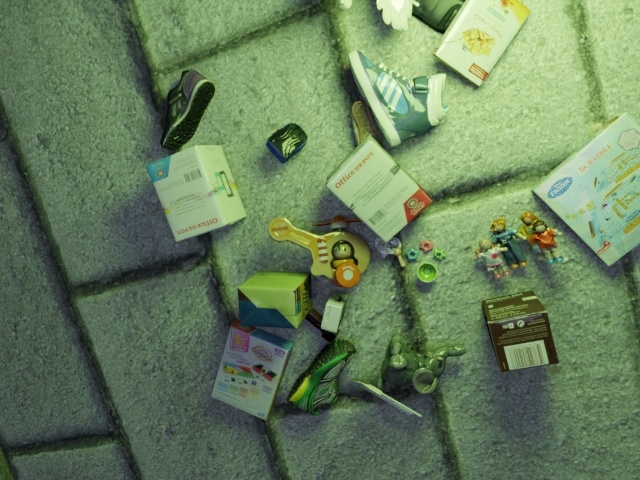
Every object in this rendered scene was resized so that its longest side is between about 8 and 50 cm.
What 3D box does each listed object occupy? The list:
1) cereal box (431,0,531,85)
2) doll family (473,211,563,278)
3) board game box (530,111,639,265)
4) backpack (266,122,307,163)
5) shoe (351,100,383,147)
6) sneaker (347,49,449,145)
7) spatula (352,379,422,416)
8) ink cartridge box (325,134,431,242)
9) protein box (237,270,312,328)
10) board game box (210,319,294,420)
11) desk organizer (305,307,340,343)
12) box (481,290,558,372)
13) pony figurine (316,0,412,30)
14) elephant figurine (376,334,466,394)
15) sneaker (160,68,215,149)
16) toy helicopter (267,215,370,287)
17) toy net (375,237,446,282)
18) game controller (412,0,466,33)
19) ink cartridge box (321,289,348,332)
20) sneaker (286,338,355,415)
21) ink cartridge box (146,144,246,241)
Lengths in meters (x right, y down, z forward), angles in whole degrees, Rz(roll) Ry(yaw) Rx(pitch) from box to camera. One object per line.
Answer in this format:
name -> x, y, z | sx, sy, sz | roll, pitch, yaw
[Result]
cereal box -> 0.459, -0.595, 1.349 | 0.173, 0.047, 0.240 | 27, 107, -17
doll family -> 0.607, 0.000, 1.451 | 0.263, 0.118, 0.163 | -23, 103, 35
board game box -> 0.856, -0.145, 1.370 | 0.318, 0.066, 0.319 | 46, 108, 0
backpack -> -0.109, -0.324, 1.544 | 0.120, 0.101, 0.098 | -43, 94, -14
shoe -> 0.149, -0.337, 1.505 | 0.077, 0.058, 0.219 | -17, 104, -2
sneaker -> 0.250, -0.472, 1.423 | 0.236, 0.130, 0.322 | -28, 90, 7
spatula -> 0.227, 0.551, 1.630 | 0.242, 0.168, 0.019 | 31, 70, 2
ink cartridge box -> 0.177, -0.162, 1.469 | 0.273, 0.114, 0.197 | 42, 108, -15
protein box -> -0.150, 0.198, 1.609 | 0.200, 0.201, 0.136 | 1, 102, 13
board game box -> -0.259, 0.489, 1.770 | 0.242, 0.064, 0.316 | 21, 106, 8
desk organizer -> 0.004, 0.305, 1.675 | 0.130, 0.050, 0.047 | 39, 107, 3
box -> 0.607, 0.276, 1.447 | 0.168, 0.203, 0.167 | -15, 98, 16
pony figurine -> 0.106, -0.776, 1.290 | 0.363, 0.303, 0.351 | 16, 104, 42
elephant figurine -> 0.337, 0.426, 1.572 | 0.239, 0.169, 0.186 | 17, 146, -1
sneaker -> -0.479, -0.450, 1.616 | 0.124, 0.107, 0.283 | 41, 104, 18
toy helicopter -> 0.000, 0.000, 1.561 | 0.355, 0.140, 0.235 | 23, 84, -4
toy net -> 0.291, 0.040, 1.554 | 0.232, 0.045, 0.122 | 27, 107, 7
game controller -> 0.301, -0.756, 1.382 | 0.319, 0.067, 0.166 | 37, 122, 4
ink cartridge box -> 0.050, 0.241, 1.606 | 0.056, 0.135, 0.099 | 14, 105, 9
sneaker -> 0.025, 0.489, 1.683 | 0.146, 0.134, 0.343 | 35, 116, -3
ink cartridge box -> -0.412, -0.162, 1.596 | 0.198, 0.197, 0.270 | -17, 97, 16
